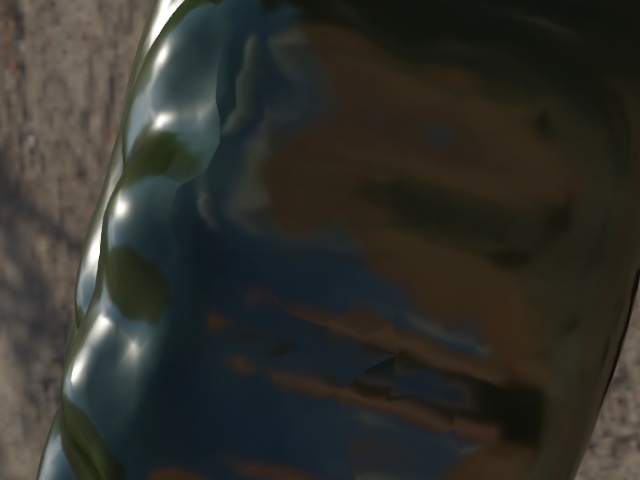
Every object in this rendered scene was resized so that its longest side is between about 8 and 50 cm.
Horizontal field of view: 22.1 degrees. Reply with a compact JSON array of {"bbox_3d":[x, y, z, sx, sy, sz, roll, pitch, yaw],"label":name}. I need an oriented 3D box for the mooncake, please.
[{"bbox_3d":[0.000,0.000,0.658,0.351,0.187,0.351,-162,90,-86],"label":"mooncake"}]
